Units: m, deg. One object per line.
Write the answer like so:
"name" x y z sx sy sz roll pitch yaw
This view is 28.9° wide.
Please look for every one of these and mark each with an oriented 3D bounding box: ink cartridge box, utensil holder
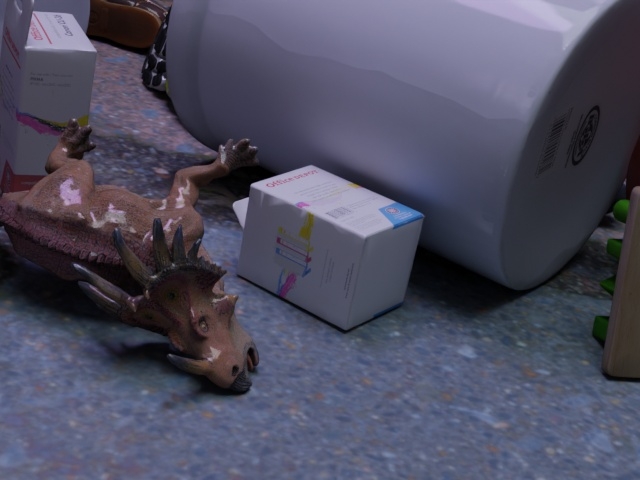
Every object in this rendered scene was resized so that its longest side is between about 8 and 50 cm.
"ink cartridge box" -0.254 -0.138 1.140 0.067 0.198 0.115 0 27 -25
"utensil holder" 0.098 -0.168 1.222 0.385 0.328 0.327 28 29 28
"ink cartridge box" 0.000 0.000 1.084 0.143 0.090 0.092 25 27 31

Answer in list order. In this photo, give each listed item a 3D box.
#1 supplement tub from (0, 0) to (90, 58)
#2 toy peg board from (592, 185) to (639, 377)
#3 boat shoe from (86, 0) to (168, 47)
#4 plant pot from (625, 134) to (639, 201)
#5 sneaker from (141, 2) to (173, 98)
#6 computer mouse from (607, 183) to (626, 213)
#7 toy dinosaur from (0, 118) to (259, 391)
"supplement tub" -0.420 -0.294 1.364 0.235 0.236 0.325 -10 32 -39
"toy peg board" 0.320 0.035 1.086 0.160 0.161 0.079 5 10 -14
"boat shoe" -0.292 -0.306 1.656 0.207 0.073 0.073 23 24 8
"plant pot" 0.477 -0.035 1.201 0.274 0.275 0.243 -3 36 -30
"sneaker" -0.132 -0.199 1.491 0.118 0.107 0.279 19 21 -32
"computer mouse" 0.222 -0.057 1.387 0.242 0.041 0.071 7 15 7
"toy dinosaur" -0.171 0.000 0.980 0.295 0.127 0.200 12 30 14
